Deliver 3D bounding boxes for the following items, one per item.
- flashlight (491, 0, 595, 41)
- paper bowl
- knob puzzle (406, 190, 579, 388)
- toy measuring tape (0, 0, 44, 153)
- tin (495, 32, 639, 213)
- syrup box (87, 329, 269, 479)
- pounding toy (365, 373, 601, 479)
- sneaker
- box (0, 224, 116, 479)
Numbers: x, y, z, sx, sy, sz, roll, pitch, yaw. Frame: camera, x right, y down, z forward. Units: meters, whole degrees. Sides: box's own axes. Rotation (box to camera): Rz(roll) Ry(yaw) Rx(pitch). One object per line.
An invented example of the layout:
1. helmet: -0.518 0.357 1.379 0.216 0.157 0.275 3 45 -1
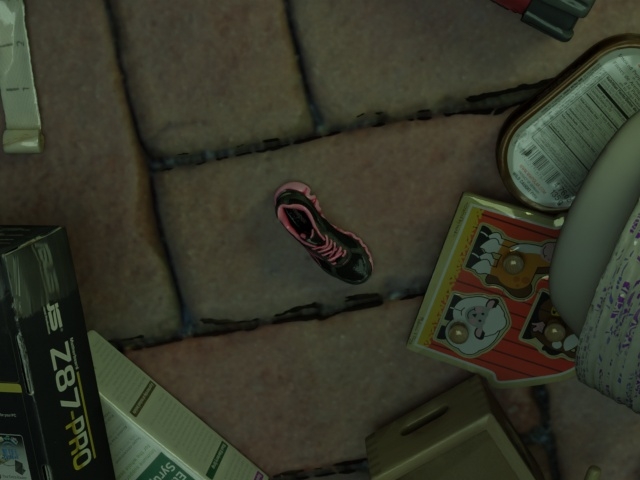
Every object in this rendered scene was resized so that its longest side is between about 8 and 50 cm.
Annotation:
1. flashlight: 0.101 -0.282 1.220 0.304 0.103 0.103 31 64 0
2. paper bowl: 0.293 -0.001 1.185 0.148 0.284 0.284 29 109 23
3. knob puzzle: 0.194 0.062 1.323 0.213 0.030 0.213 3 116 5
4. toy measuring tape: -0.293 -0.228 1.272 0.121 0.121 0.330 -2 106 7
5. tin: 0.242 -0.101 1.286 0.189 0.040 0.106 -41 102 15
6. syrup box: -0.170 0.206 1.389 0.237 0.096 0.093 41 108 -5
7. pounding toy: 0.173 0.235 1.364 0.181 0.094 0.206 -31 109 9
8. sneaker: 0.000 0.000 1.331 0.119 0.057 0.047 44 104 -8
9. box: -0.384 0.147 1.333 0.395 0.097 0.318 0 109 29
